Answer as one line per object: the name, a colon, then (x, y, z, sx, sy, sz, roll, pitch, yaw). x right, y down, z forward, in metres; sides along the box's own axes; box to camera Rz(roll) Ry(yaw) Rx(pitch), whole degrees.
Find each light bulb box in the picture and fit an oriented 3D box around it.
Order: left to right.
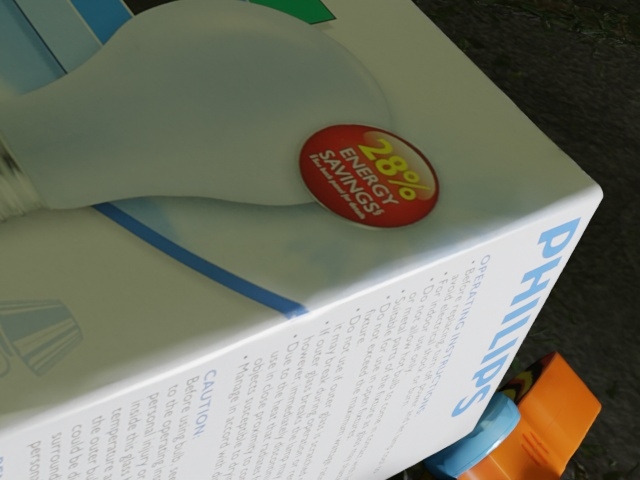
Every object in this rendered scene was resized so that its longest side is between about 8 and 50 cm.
light bulb box: (-0.121, -0.020, 0.677, 0.361, 0.225, 0.358, -21, 59, -32)

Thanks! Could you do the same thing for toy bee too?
toy bee: (0.079, 0.171, 0.837, 0.298, 0.162, 0.195, 1, 55, -57)
